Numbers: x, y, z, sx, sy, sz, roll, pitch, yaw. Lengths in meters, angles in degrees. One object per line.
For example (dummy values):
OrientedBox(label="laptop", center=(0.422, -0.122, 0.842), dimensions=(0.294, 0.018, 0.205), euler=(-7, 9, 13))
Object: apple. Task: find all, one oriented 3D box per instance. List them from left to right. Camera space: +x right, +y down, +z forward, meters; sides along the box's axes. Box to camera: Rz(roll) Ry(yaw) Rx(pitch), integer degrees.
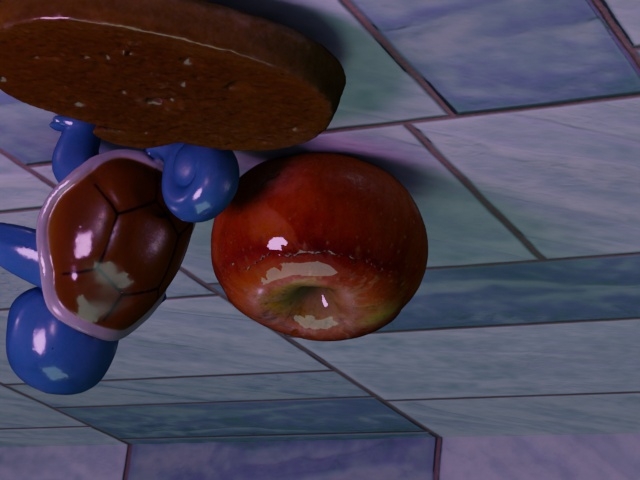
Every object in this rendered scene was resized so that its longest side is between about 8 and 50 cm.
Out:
OrientedBox(label="apple", center=(0.000, 0.000, 2.155), dimensions=(0.271, 0.206, 0.251), euler=(1, 149, 6))

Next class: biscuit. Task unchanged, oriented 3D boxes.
OrientedBox(label="biscuit", center=(-0.178, -0.189, 1.883), dimensions=(0.394, 0.070, 0.350), euler=(14, 161, -17))

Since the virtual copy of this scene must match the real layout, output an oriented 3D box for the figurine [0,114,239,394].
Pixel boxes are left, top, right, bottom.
OrientedBox(label="figurine", center=(-0.253, -0.003, 2.150), dimensions=(0.298, 0.243, 0.416), euler=(19, 120, -44))
